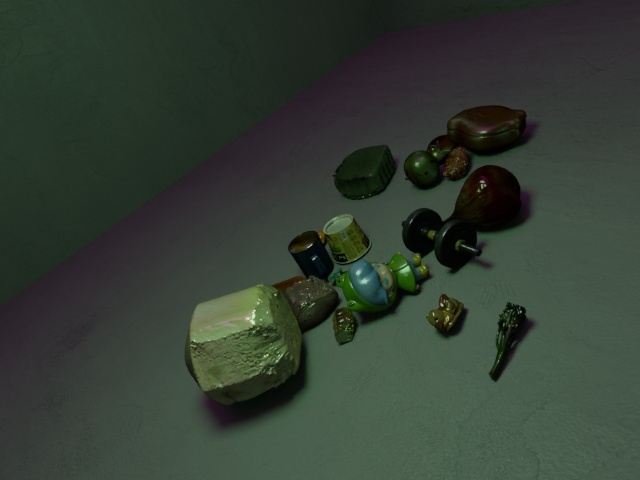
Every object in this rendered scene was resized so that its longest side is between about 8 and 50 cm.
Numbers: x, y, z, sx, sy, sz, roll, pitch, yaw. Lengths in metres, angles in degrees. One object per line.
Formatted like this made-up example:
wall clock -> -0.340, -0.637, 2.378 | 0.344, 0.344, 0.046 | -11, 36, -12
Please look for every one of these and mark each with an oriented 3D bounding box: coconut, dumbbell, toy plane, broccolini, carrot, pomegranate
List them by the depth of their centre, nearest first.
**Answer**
broccolini -> 0.415, 0.224, 1.172 | 0.058, 0.074, 0.201 | 20, 56, 33
coconut -> -0.224, 0.289, 1.394 | 0.309, 0.298, 0.298 | -23, 30, 10
dumbbell -> 0.349, -0.010, 1.506 | 0.143, 0.143, 0.325 | -38, 30, -15
toy plane -> 0.127, 0.106, 1.610 | 0.234, 0.060, 0.096 | -11, 26, 24
carrot -> -0.156, 0.176, 1.749 | 0.335, 0.069, 0.069 | -16, 32, 32
pomegranate -> 0.383, -0.282, 1.883 | 0.169, 0.148, 0.148 | -58, 35, -6

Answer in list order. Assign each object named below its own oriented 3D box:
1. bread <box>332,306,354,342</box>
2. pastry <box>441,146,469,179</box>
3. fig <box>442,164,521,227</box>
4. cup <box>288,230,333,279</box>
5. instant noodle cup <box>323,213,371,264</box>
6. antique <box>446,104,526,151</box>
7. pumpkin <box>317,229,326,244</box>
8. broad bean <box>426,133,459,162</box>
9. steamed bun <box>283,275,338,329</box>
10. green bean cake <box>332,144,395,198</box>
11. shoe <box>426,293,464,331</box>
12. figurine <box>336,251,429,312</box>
bread -> 0.067, 0.236, 1.463 | 0.066, 0.060, 0.110 | -51, 21, 23
pastry -> 0.505, -0.277, 1.872 | 0.087, 0.063, 0.170 | -15, 36, 40
fig -> 0.483, -0.088, 1.555 | 0.191, 0.190, 0.290 | -84, 20, -55
cup -> -0.031, 0.066, 1.727 | 0.113, 0.138, 0.150 | -18, 31, 20
instant noodle cup -> 0.087, -0.011, 1.760 | 0.151, 0.122, 0.151 | -20, 29, 12
antique -> 0.613, -0.412, 1.888 | 0.277, 0.129, 0.224 | 4, 38, 31
pumpkin -> 0.001, 0.001, 1.912 | 0.050, 0.028, 0.083 | -8, 44, 30
broad bean -> 0.480, -0.366, 2.001 | 0.114, 0.085, 0.165 | 21, 47, 21
steamed bun -> -0.041, 0.189, 1.580 | 0.175, 0.106, 0.144 | -37, 30, -17
green bean cake -> 0.178, -0.278, 2.094 | 0.222, 0.125, 0.227 | 0, 42, 37
shoe -> 0.318, 0.187, 1.308 | 0.069, 0.072, 0.109 | 36, 68, 16
figurine -> 0.182, 0.116, 1.470 | 0.263, 0.143, 0.162 | -18, 63, -14
